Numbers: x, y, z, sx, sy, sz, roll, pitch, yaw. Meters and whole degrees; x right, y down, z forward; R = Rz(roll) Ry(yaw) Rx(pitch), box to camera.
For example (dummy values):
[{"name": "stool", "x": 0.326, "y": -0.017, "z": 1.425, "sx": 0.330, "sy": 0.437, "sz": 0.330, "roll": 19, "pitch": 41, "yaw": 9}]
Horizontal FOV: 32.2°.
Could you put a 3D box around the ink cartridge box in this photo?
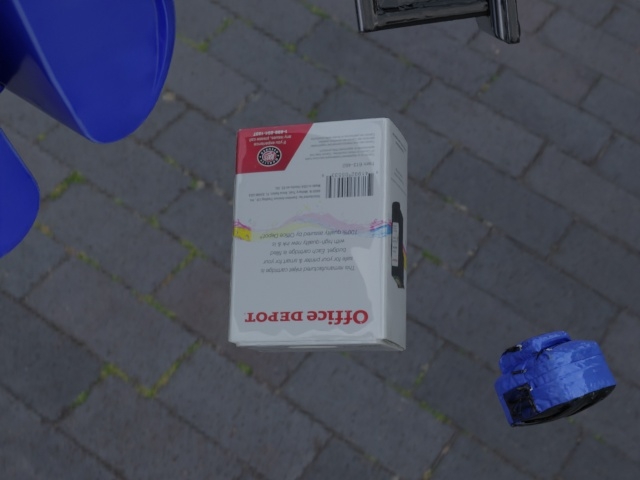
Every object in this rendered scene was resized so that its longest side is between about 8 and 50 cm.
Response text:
[{"name": "ink cartridge box", "x": 0.000, "y": 0.000, "z": 0.875, "sx": 0.127, "sy": 0.072, "sz": 0.175, "roll": -2, "pitch": 77, "yaw": 18}]

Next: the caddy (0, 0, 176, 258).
[{"name": "caddy", "x": -0.226, "y": -0.141, "z": 0.610, "sx": 0.179, "sy": 0.341, "sz": 0.241, "roll": 36, "pitch": 71, "yaw": 18}]

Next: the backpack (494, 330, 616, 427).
[{"name": "backpack", "x": 0.269, "y": 0.156, "z": 1.276, "sx": 0.098, "sy": 0.120, "sz": 0.101, "roll": -15, "pitch": 79, "yaw": -37}]

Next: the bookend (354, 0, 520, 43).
[{"name": "bookend", "x": 0.010, "y": -0.169, "z": 0.551, "sx": 0.157, "sy": 0.156, "sz": 0.072, "roll": -6, "pitch": 15, "yaw": 3}]
